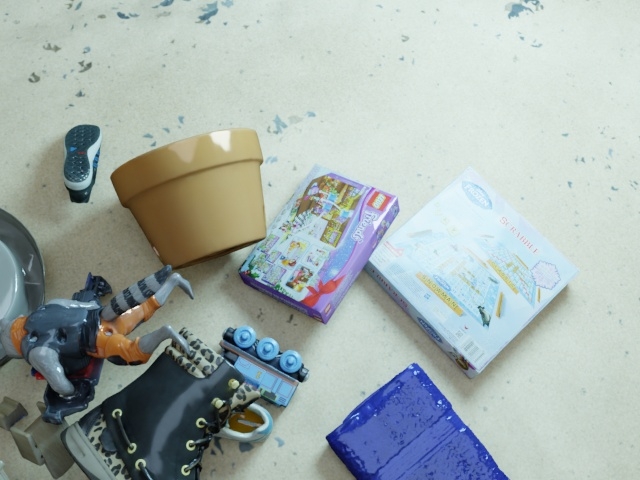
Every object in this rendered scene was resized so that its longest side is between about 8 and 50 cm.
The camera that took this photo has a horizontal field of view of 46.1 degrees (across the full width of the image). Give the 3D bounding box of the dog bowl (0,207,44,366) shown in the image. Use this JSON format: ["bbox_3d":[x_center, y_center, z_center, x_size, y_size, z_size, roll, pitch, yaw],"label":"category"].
[{"bbox_3d":[-0.677,0.100,1.390,0.348,0.102,0.349,2,68,-5],"label":"dog bowl"}]

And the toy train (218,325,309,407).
[{"bbox_3d":[-0.114,0.236,1.416,0.184,0.080,0.105,27,74,4],"label":"toy train"}]

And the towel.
[{"bbox_3d":[0.185,0.411,1.388,0.227,0.076,0.308,-37,77,-11],"label":"towel"}]

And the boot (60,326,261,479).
[{"bbox_3d":[-0.206,0.346,1.236,0.377,0.138,0.284,37,72,22],"label":"boot"}]

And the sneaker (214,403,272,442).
[{"bbox_3d":[-0.198,0.312,1.366,0.228,0.092,0.088,8,69,-2],"label":"sneaker"}]

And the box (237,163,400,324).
[{"bbox_3d":[0.000,0.000,1.501,0.200,0.057,0.293,25,67,25],"label":"box"}]

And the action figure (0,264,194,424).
[{"bbox_3d":[-0.391,0.124,1.302,0.330,0.179,0.341,-14,41,0],"label":"action figure"}]

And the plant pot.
[{"bbox_3d":[-0.227,-0.068,1.429,0.290,0.291,0.204,-18,87,-13],"label":"plant pot"}]

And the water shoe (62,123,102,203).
[{"bbox_3d":[-0.489,-0.158,1.533,0.072,0.080,0.203,5,43,-8],"label":"water shoe"}]

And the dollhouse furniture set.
[{"bbox_3d":[-0.616,0.414,1.294,0.303,0.198,0.286,10,40,30],"label":"dollhouse furniture set"}]

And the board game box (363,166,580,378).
[{"bbox_3d":[0.306,0.058,1.539,0.318,0.066,0.319,-39,77,-18],"label":"board game box"}]
